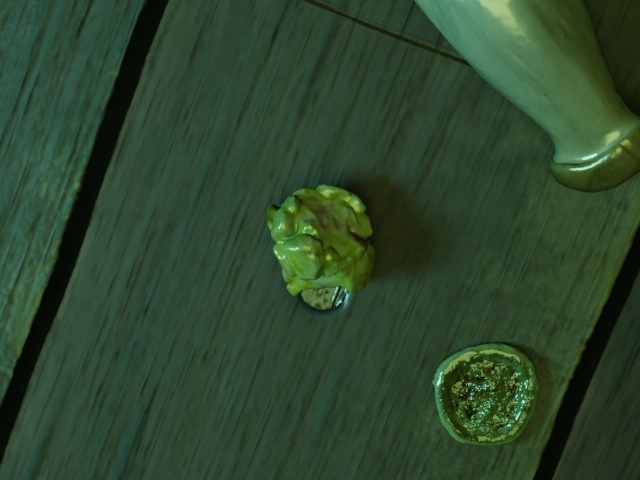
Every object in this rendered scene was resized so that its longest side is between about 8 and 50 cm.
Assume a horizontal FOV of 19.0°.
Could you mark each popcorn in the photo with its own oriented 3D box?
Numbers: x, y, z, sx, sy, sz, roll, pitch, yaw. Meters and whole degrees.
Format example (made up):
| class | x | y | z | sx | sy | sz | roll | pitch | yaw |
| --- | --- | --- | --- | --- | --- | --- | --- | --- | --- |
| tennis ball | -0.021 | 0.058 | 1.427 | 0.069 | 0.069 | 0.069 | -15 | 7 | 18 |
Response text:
| class | x | y | z | sx | sy | sz | roll | pitch | yaw |
| --- | --- | --- | --- | --- | --- | --- | --- | --- | --- |
| popcorn | 0.002 | 0.001 | 1.741 | 0.109 | 0.089 | 0.097 | 29 | 67 | -16 |

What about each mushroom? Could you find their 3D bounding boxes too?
| class | x | y | z | sx | sy | sz | roll | pitch | yaw |
| --- | --- | --- | --- | --- | --- | --- | --- | --- | --- |
| mushroom | 0.173 | -0.191 | 1.674 | 0.128 | 0.128 | 0.350 | -35 | 106 | 8 |

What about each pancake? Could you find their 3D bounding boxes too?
| class | x | y | z | sx | sy | sz | roll | pitch | yaw |
| --- | --- | --- | --- | --- | --- | --- | --- | --- | --- |
| pancake | 0.159 | 0.148 | 1.810 | 0.108 | 0.017 | 0.108 | 1 | 103 | 4 |
